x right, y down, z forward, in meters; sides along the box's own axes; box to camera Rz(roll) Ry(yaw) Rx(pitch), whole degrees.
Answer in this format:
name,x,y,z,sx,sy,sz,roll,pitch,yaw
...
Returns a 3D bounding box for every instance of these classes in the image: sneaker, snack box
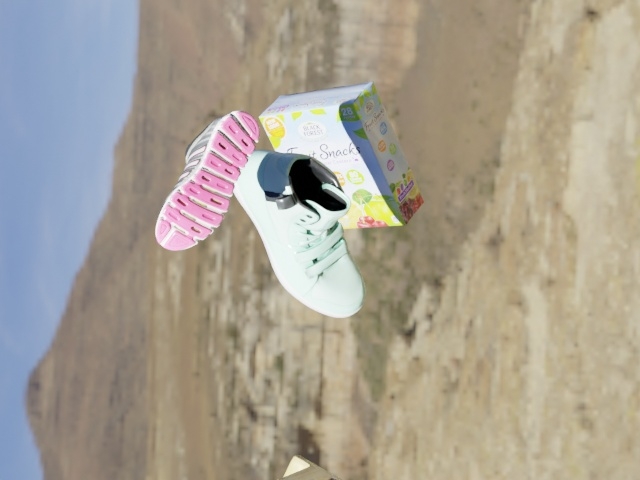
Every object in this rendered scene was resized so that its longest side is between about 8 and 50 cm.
name,x,y,z,sx,sy,sz,roll,pitch,yaw
sneaker,-0.001,0.000,1.570,0.256,0.094,0.151,54,156,-21
snack box,0.031,-0.118,1.870,0.070,0.174,0.207,-49,-56,-42
sneaker,-0.126,-0.067,1.404,0.170,0.063,0.075,-61,18,1

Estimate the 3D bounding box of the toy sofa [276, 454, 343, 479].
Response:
name,x,y,z,sx,sy,sz,roll,pitch,yaw
toy sofa,-0.047,0.378,1.522,0.150,0.177,0.362,-67,-20,8
